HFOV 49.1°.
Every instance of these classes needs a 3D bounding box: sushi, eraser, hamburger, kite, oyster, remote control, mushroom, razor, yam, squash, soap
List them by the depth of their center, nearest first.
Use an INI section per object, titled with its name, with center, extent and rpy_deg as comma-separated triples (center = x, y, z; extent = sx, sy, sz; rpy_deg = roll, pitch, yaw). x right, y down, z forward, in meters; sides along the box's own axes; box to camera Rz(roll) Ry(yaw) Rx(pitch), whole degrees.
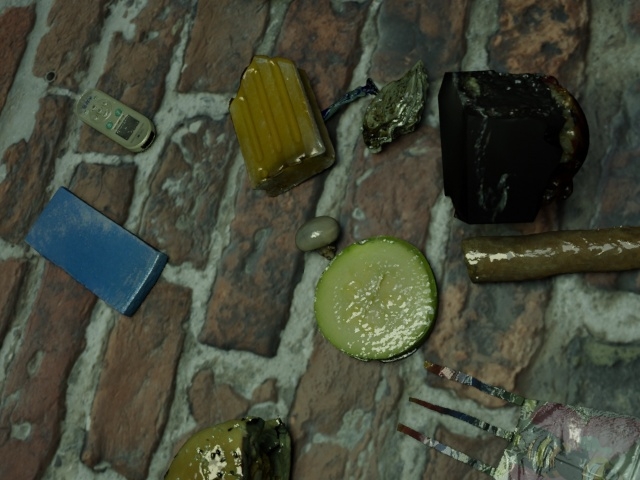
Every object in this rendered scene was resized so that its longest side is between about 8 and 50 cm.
[kite]
center = 0.304, 0.302, 1.061
extent = 0.360, 0.022, 0.204
rpy_deg = 23, 83, 20
[yam]
center = 0.401, 0.020, 1.083
extent = 0.356, 0.081, 0.081
rpy_deg = -4, 72, 20
[sushi]
center = 0.299, -0.156, 1.085
extent = 0.212, 0.227, 0.216
rpy_deg = -3, 103, 2
[hamburger]
center = -0.161, 0.418, 1.109
extent = 0.192, 0.167, 0.288
rpy_deg = -1, 74, 18
[squash]
center = 0.093, 0.097, 1.188
extent = 0.219, 0.041, 0.219
rpy_deg = -6, 71, 18
[mushroom]
center = 0.000, 0.000, 1.244
extent = 0.085, 0.085, 0.079
rpy_deg = -25, 110, 11
[oyster]
center = 0.139, -0.240, 1.270
extent = 0.177, 0.064, 0.125
rpy_deg = -44, 49, 14
[soap]
center = -0.082, -0.231, 1.324
extent = 0.160, 0.080, 0.258
rpy_deg = -26, 66, 20
[razor]
center = 0.036, -0.255, 1.326
extent = 0.154, 0.028, 0.044
rpy_deg = -32, 66, 8
[eraser]
center = -0.453, 0.019, 1.408
extent = 0.311, 0.042, 0.144
rpy_deg = 30, 84, 25
[remote control]
center = -0.435, -0.254, 1.488
extent = 0.221, 0.042, 0.078
rpy_deg = 31, 85, 24
